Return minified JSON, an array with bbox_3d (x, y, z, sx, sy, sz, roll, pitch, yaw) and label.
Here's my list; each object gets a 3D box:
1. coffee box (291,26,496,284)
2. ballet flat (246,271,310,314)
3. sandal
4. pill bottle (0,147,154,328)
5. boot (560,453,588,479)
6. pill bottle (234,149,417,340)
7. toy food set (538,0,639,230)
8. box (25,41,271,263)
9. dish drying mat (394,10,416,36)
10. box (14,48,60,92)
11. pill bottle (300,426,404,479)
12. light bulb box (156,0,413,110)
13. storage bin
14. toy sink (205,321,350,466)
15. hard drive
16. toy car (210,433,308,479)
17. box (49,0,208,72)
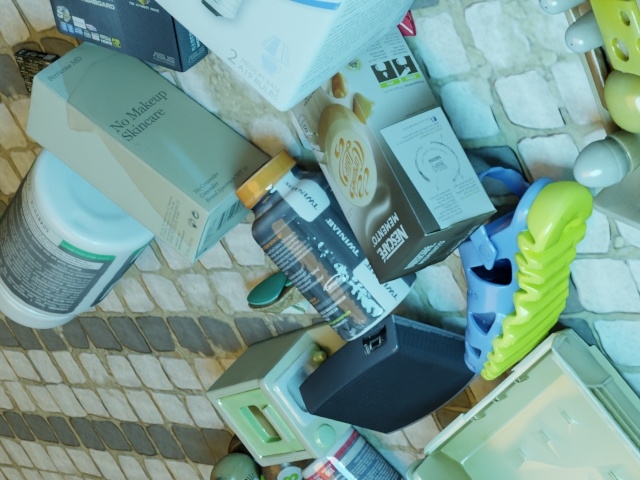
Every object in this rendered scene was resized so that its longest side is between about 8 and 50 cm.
[{"bbox_3d":[0.077,-0.096,1.512,0.247,0.098,0.141,63,152,15],"label":"coffee box"},{"bbox_3d":[-0.031,0.073,1.881,0.067,0.073,0.206,39,149,-16],"label":"ballet flat"},{"bbox_3d":[0.218,0.031,1.569,0.138,0.126,0.317,36,136,27],"label":"sandal"},{"bbox_3d":[-0.381,-0.007,2.026,0.204,0.204,0.361,46,143,-1],"label":"pill bottle"},{"bbox_3d":[0.371,0.368,1.753,0.262,0.095,0.203,40,145,3],"label":"boot"},{"bbox_3d":[0.000,0.000,1.726,0.246,0.130,0.130,48,143,-4],"label":"pill bottle"},{"bbox_3d":[0.285,-0.140,1.278,0.306,0.092,0.219,64,167,-24],"label":"toy food set"},{"bbox_3d":[-0.238,-0.129,1.824,0.311,0.148,0.121,36,141,10],"label":"box"},{"bbox_3d":[0.072,-0.247,1.526,0.083,0.008,0.032,6,129,40],"label":"dish drying mat"},{"bbox_3d":[-0.411,-0.246,1.984,0.083,0.018,0.067,14,133,35],"label":"box"},{"bbox_3d":[0.068,0.379,2.039,0.180,0.108,0.108,45,143,1],"label":"pill bottle"},{"bbox_3d":[-0.043,-0.392,1.319,0.358,0.225,0.361,41,144,7],"label":"light bulb box"},{"bbox_3d":[0.279,0.284,1.610,0.262,0.123,0.260,-46,71,26],"label":"storage bin"},{"bbox_3d":[-0.035,0.232,1.978,0.234,0.131,0.153,-20,110,50],"label":"toy sink"},{"bbox_3d":[0.095,0.188,1.802,0.172,0.054,0.254,18,145,-23],"label":"hard drive"},{"bbox_3d":[-0.117,0.385,2.153,0.149,0.188,0.155,15,134,34],"label":"toy car"},{"bbox_3d":[-0.260,-0.331,1.723,0.232,0.059,0.183,21,136,29],"label":"box"}]
